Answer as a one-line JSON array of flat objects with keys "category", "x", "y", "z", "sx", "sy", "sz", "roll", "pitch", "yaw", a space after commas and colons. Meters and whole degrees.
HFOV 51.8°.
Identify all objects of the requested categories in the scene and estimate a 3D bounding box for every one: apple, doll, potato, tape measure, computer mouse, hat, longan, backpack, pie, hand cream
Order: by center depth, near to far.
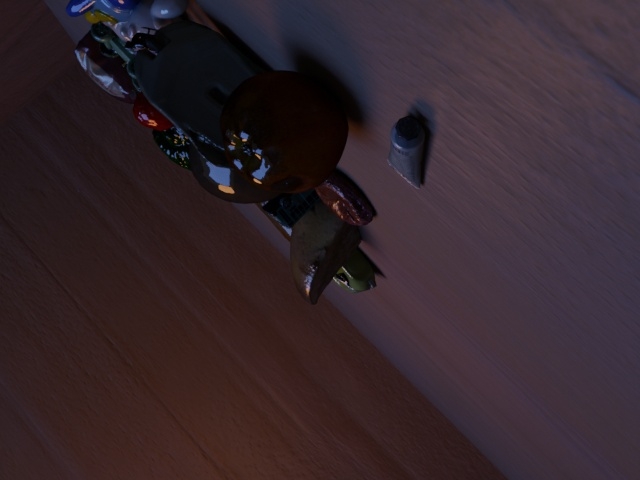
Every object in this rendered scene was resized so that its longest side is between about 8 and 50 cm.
[{"category": "hand cream", "x": 0.138, "y": -0.139, "z": 1.070, "sx": 0.080, "sy": 0.050, "sz": 0.234, "roll": 44, "pitch": 175, "yaw": 12}, {"category": "apple", "x": -0.073, "y": -0.191, "z": 1.182, "sx": 0.230, "sy": 0.230, "sz": 0.230, "roll": 45, "pitch": 171, "yaw": 9}, {"category": "computer mouse", "x": -0.209, "y": -0.292, "z": 1.410, "sx": 0.429, "sy": 0.228, "sz": 0.145, "roll": 42, "pitch": 178, "yaw": 12}, {"category": "pie", "x": 0.053, "y": -0.102, "z": 1.580, "sx": 0.182, "sy": 0.049, "sz": 0.182, "roll": 41, "pitch": 167, "yaw": 12}, {"category": "doll", "x": -0.461, "y": -0.539, "z": 1.590, "sx": 0.366, "sy": 0.187, "sz": 0.376, "roll": 36, "pitch": 142, "yaw": 3}, {"category": "longan", "x": -0.193, "y": -0.214, "z": 1.651, "sx": 0.300, "sy": 0.243, "sz": 0.300, "roll": 26, "pitch": -155, "yaw": -13}, {"category": "potato", "x": -0.034, "y": 0.007, "z": 1.815, "sx": 0.189, "sy": 0.264, "sz": 0.211, "roll": 33, "pitch": 172, "yaw": 22}, {"category": "hat", "x": -0.394, "y": -0.350, "z": 1.879, "sx": 0.274, "sy": 0.242, "sz": 0.332, "roll": 21, "pitch": 172, "yaw": 32}, {"category": "tape measure", "x": 0.086, "y": 0.079, "z": 2.037, "sx": 0.200, "sy": 0.106, "sz": 0.175, "roll": 47, "pitch": 159, "yaw": -3}, {"category": "backpack", "x": -0.746, "y": -0.633, "z": 2.468, "sx": 0.283, "sy": 0.197, "sz": 0.317, "roll": 46, "pitch": 176, "yaw": -4}]

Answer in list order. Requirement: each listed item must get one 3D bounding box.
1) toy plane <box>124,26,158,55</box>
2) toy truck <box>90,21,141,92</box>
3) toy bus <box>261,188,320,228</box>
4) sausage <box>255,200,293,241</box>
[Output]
[{"category": "toy plane", "x": -0.348, "y": -0.433, "z": 1.495, "sx": 0.197, "sy": 0.053, "sz": 0.078, "roll": 11, "pitch": 169, "yaw": -8}, {"category": "toy truck", "x": -0.542, "y": -0.563, "z": 1.953, "sx": 0.279, "sy": 0.156, "sz": 0.155, "roll": 47, "pitch": 171, "yaw": -1}, {"category": "toy bus", "x": -0.068, "y": -0.108, "z": 1.749, "sx": 0.092, "sy": 0.160, "sz": 0.079, "roll": 50, "pitch": 170, "yaw": -33}, {"category": "sausage", "x": -0.182, "y": -0.165, "z": 2.113, "sx": 0.501, "sy": 0.136, "sz": 0.123, "roll": 43, "pitch": -171, "yaw": 15}]
